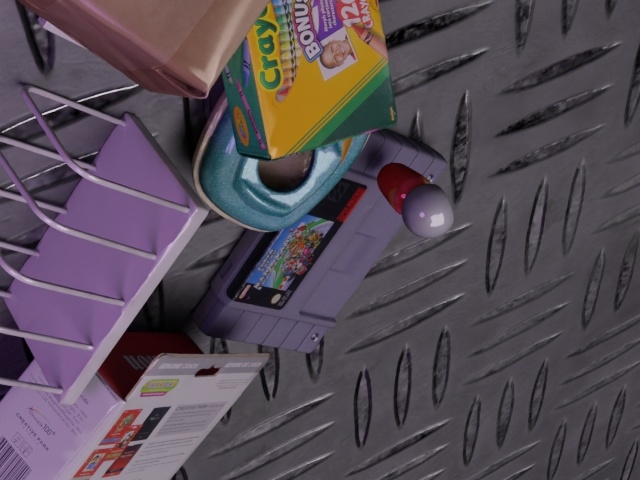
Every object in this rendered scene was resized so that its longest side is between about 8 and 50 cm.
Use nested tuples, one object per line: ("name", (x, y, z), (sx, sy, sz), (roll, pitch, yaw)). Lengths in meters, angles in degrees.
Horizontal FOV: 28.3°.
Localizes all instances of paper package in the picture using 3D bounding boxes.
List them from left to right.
("paper package", (-0.099, -0.298, 1.086), (0.168, 0.309, 0.325), (34, 87, -16))

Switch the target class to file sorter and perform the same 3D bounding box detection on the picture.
("file sorter", (-0.295, 0.001, 1.366), (0.173, 0.193, 0.277), (20, 112, -46))

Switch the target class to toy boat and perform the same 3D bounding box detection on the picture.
("toy boat", (0.021, -0.102, 1.518), (0.318, 0.148, 0.267), (26, 103, -30))

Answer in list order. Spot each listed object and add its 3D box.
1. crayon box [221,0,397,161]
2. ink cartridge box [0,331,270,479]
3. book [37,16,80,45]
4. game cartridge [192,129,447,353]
("crayon box", (-0.027, -0.239, 1.347), (0.165, 0.081, 0.278), (-19, 107, -27))
("ink cartridge box", (-0.243, 0.202, 1.595), (0.272, 0.130, 0.309), (-50, 160, 11))
("book", (-0.212, -0.263, 1.303), (0.096, 0.035, 0.144), (21, 111, -47))
("game cartridge", (0.000, 0.000, 1.735), (0.230, 0.068, 0.355), (12, 119, -52))
